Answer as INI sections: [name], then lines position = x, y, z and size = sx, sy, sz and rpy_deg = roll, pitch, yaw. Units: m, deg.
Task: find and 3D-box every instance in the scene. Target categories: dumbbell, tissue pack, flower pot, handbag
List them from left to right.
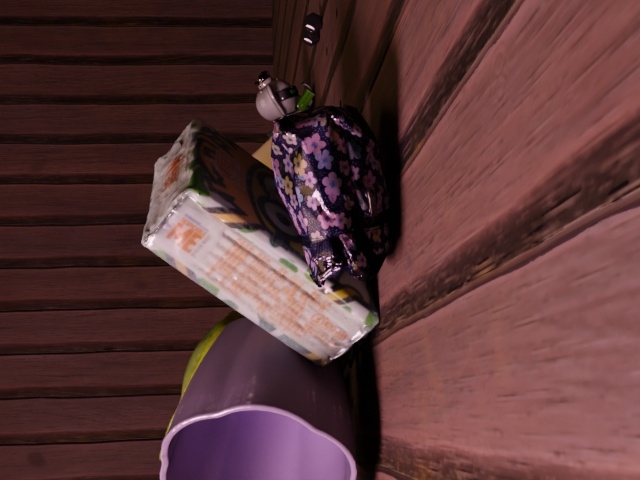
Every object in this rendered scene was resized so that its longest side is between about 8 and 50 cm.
[tissue pack]
position = -0.079, 0.000, 1.201
size = 0.128, 0.310, 0.228
rpy_deg = -45, 25, 18
[flower pot]
position = -0.077, 0.242, 1.255
size = 0.243, 0.264, 0.265
rpy_deg = -86, -1, -56
[dumbbell]
position = -0.017, -0.426, 1.823
size = 0.083, 0.035, 0.040
rpy_deg = 112, 154, -75
[handbag]
position = 0.018, -0.052, 1.049
size = 0.229, 0.126, 0.208
rpy_deg = -56, -48, -81

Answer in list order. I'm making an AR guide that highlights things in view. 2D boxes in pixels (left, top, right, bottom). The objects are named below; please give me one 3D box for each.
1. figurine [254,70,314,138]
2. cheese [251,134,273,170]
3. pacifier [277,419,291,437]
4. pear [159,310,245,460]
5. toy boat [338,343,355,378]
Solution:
[figurine]
position = -0.082, -0.293, 2.015
size = 0.192, 0.126, 0.147
rpy_deg = 58, 166, -10
[cheese]
position = -0.108, -0.076, 1.821
size = 0.242, 0.123, 0.265
rpy_deg = -51, -9, -20
[pacifier]
position = -0.101, 0.340, 1.427
size = 0.238, 0.225, 0.287
rpy_deg = 55, -161, -1
[pear]
position = -0.157, 0.299, 1.863
size = 0.342, 0.238, 0.318
rpy_deg = -56, -13, -60
[toy boat]
position = 0.028, 0.152, 1.400
size = 0.066, 0.059, 0.140
rpy_deg = 33, -129, -61
